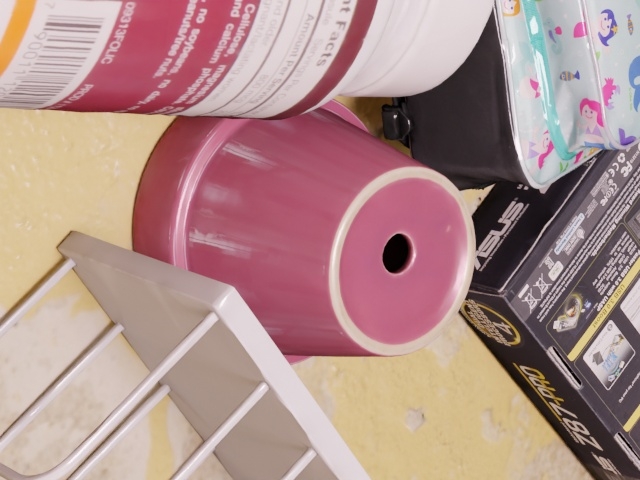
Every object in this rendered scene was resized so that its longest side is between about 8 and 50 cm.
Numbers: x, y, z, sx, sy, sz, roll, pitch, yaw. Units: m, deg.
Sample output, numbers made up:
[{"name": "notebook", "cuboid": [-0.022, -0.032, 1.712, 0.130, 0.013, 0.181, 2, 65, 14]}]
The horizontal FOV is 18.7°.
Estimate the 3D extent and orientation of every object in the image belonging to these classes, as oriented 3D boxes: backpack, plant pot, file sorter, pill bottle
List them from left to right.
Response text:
[{"name": "file sorter", "cuboid": [-0.099, 0.164, 1.287, 0.173, 0.193, 0.278, -47, 124, -19]}, {"name": "pill bottle", "cuboid": [-0.090, -0.189, 1.196, 0.392, 0.224, 0.224, -1, 100, -40]}, {"name": "plant pot", "cuboid": [0.000, 0.000, 1.339, 0.201, 0.180, 0.201, -10, 106, -37]}, {"name": "backpack", "cuboid": [0.173, -0.164, 1.430, 0.253, 0.191, 0.225, -27, 110, -57]}]

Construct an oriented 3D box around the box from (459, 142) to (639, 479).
[{"name": "box", "cuboid": [0.306, -0.016, 1.642, 0.395, 0.097, 0.318, -54, 125, -17]}]
